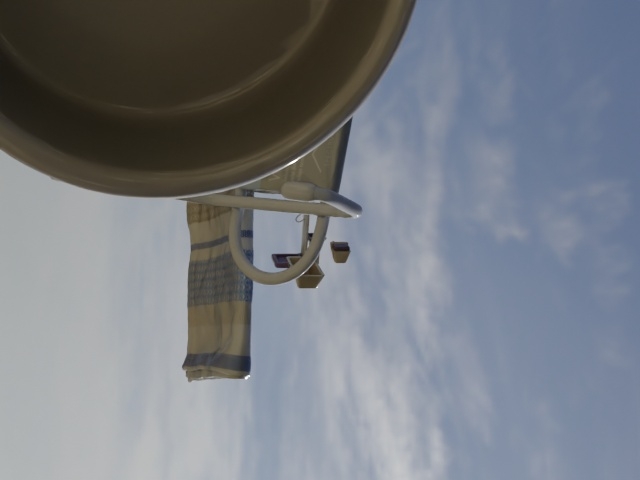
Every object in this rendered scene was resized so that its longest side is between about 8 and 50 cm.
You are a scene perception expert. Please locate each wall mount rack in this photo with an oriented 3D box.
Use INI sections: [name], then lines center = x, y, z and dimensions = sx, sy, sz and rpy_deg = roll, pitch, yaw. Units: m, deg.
[wall mount rack]
center = -0.089, -0.143, 1.189
dimensions = 0.304, 0.130, 0.350
rpy_deg = 6, -98, 30

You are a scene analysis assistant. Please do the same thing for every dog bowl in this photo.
[dog bowl]
center = -0.096, -0.183, 0.737
dimensions = 0.102, 0.348, 0.349
rpy_deg = -117, -148, -68

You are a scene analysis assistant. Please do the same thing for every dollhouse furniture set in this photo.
[dollhouse furniture set]
center = 0.000, 0.000, 1.397
dimensions = 0.114, 0.091, 0.081
rpy_deg = -122, -146, -68

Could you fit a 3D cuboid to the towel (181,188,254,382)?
[towel]
center = -0.110, 0.011, 1.332
dimensions = 0.209, 0.034, 0.285
rpy_deg = 165, -73, -71
